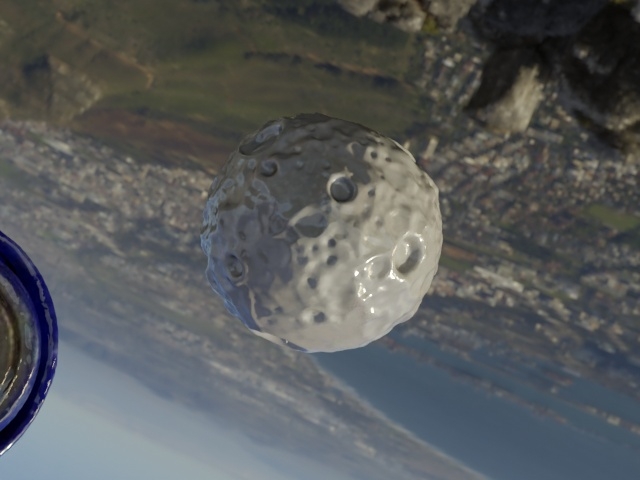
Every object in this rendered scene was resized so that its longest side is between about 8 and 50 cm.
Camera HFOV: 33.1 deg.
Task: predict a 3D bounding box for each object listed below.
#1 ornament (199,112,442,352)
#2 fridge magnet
[{"bbox_3d":[0.000,0.000,1.483,0.337,0.337,0.337,23,167,6],"label":"ornament"},{"bbox_3d":[-0.369,0.098,0.992,0.265,0.265,0.113,32,162,-29],"label":"fridge magnet"}]
